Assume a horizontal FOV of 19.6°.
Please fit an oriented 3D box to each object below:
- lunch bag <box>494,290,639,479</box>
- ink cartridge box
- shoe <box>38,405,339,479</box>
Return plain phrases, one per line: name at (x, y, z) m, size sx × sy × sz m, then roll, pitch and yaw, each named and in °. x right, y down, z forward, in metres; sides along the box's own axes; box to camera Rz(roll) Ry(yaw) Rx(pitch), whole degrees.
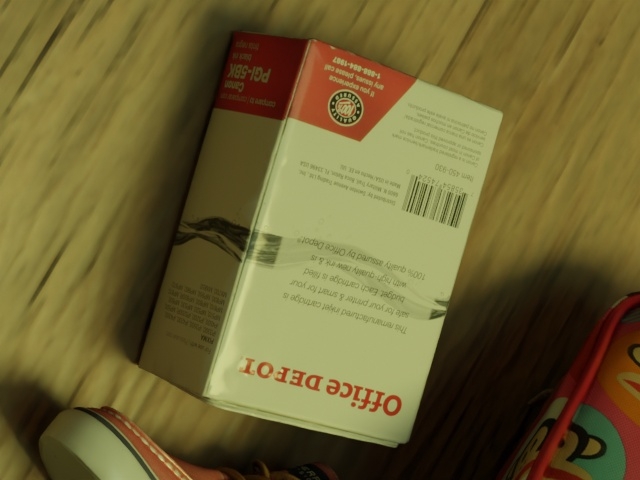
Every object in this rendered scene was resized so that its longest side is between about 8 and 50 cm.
lunch bag at (0.207, 0.145, 0.729) m, size 0.258 × 0.293 × 0.120 m, roll -53°, pitch 170°, yaw -49°
ink cartridge box at (0.000, 0.000, 0.699) m, size 0.099 × 0.056 × 0.135 m, roll 18°, pitch 89°, yaw -36°
shoe at (-0.032, 0.104, 0.698) m, size 0.081 × 0.063 × 0.178 m, roll -47°, pitch 127°, yaw -20°
